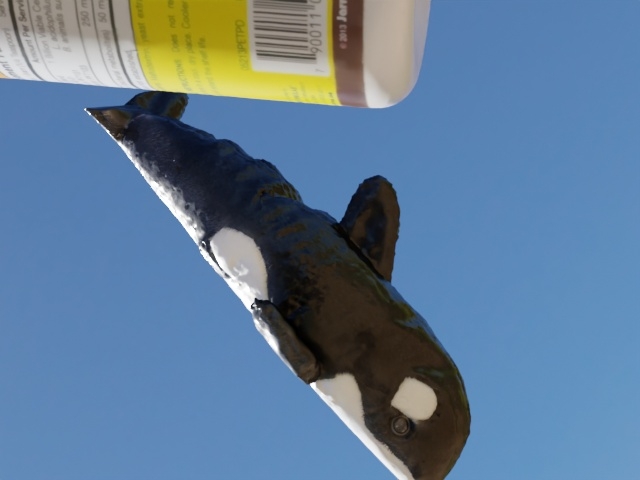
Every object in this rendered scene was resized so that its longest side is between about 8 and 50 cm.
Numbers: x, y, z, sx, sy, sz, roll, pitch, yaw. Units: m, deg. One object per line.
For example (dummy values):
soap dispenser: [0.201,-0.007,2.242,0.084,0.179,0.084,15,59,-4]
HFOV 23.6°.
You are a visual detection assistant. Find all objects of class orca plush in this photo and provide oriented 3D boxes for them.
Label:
orca plush: [0.000,0.000,0.861,0.102,0.287,0.151,-42,-29,3]

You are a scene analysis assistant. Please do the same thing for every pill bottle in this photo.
pill bottle: [-0.067,-0.114,0.561,0.117,0.215,0.117,6,-90,-83]
